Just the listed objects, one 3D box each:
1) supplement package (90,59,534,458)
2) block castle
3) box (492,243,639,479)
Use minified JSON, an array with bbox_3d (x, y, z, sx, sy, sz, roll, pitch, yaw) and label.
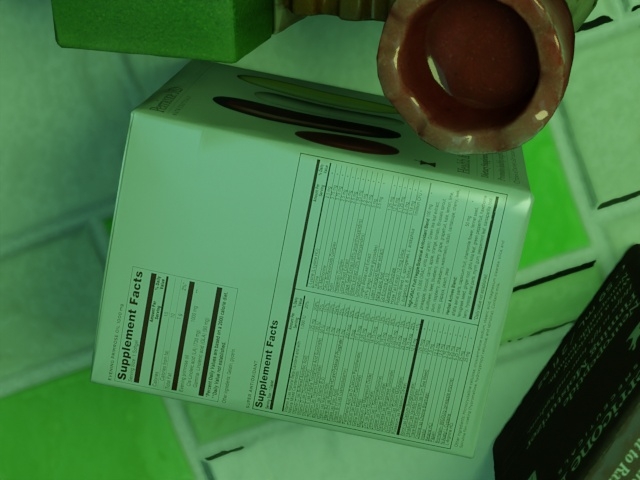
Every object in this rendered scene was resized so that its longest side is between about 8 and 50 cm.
[{"bbox_3d":[0.000,0.000,0.864,0.203,0.194,0.149,11,105,1],"label":"supplement package"},{"bbox_3d":[-0.091,-0.218,0.733,0.453,0.213,0.303,9,115,20],"label":"block castle"},{"bbox_3d":[0.211,0.132,0.879,0.167,0.203,0.168,31,105,-4],"label":"box"}]
